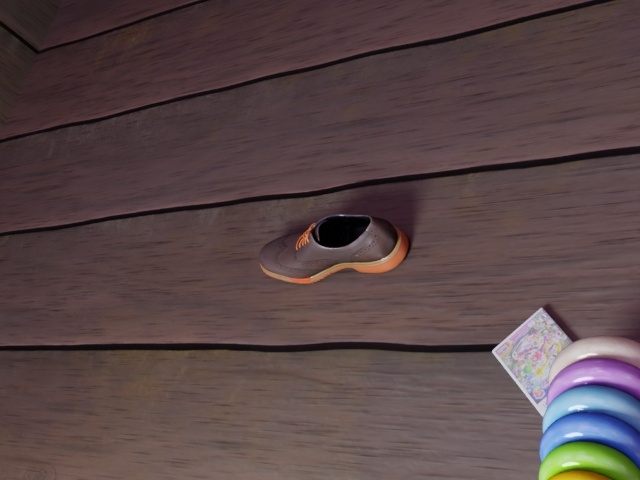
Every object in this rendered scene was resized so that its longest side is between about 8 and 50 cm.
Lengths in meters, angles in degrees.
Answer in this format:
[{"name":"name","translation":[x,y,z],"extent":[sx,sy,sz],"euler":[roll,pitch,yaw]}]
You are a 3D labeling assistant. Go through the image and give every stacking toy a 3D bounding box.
[{"name":"stacking toy","translation":[0.266,0.246,0.964],"extent":[0.141,0.141,0.330],"euler":[-13,27,34]}]

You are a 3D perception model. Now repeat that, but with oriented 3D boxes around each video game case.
[{"name":"video game case","translation":[0.279,0.151,1.210],"extent":[0.087,0.011,0.122],"euler":[-43,42,8]}]

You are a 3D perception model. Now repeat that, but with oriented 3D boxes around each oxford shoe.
[{"name":"oxford shoe","translation":[0.000,0.000,1.494],"extent":[0.271,0.098,0.097],"euler":[-11,55,36]}]
